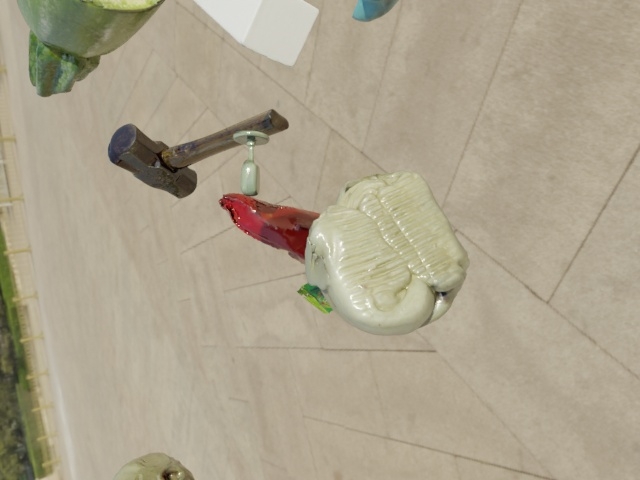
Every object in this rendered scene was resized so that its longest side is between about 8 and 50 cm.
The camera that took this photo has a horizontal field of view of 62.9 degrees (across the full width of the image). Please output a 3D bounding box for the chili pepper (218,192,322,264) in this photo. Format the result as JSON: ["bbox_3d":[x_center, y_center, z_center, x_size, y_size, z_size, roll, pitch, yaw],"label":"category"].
[{"bbox_3d":[0.000,0.000,0.930,0.110,0.387,0.110,-41,40,46],"label":"chili pepper"}]

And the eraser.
[{"bbox_3d":[-0.110,-0.332,0.711,0.078,0.076,0.298,-60,42,22],"label":"eraser"}]

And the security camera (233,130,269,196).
[{"bbox_3d":[-0.106,-0.112,0.785,0.058,0.058,0.092,-6,78,58],"label":"security camera"}]

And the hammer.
[{"bbox_3d":[-0.272,-0.224,1.258,0.409,0.242,0.095,-14,64,19],"label":"hammer"}]

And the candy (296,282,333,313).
[{"bbox_3d":[0.053,0.094,1.061,0.178,0.102,0.032,-26,35,22],"label":"candy"}]

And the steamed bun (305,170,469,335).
[{"bbox_3d":[0.077,0.029,0.713,0.218,0.211,0.144,58,155,19],"label":"steamed bun"}]

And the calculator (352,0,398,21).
[{"bbox_3d":[0.170,-0.501,0.737,0.054,0.256,0.386,34,95,4],"label":"calculator"}]

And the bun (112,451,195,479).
[{"bbox_3d":[-0.328,0.508,1.058,0.113,0.173,0.166,-53,51,22],"label":"bun"}]

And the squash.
[{"bbox_3d":[-0.171,-0.161,0.369,0.132,0.105,0.105,-36,69,49],"label":"squash"}]
